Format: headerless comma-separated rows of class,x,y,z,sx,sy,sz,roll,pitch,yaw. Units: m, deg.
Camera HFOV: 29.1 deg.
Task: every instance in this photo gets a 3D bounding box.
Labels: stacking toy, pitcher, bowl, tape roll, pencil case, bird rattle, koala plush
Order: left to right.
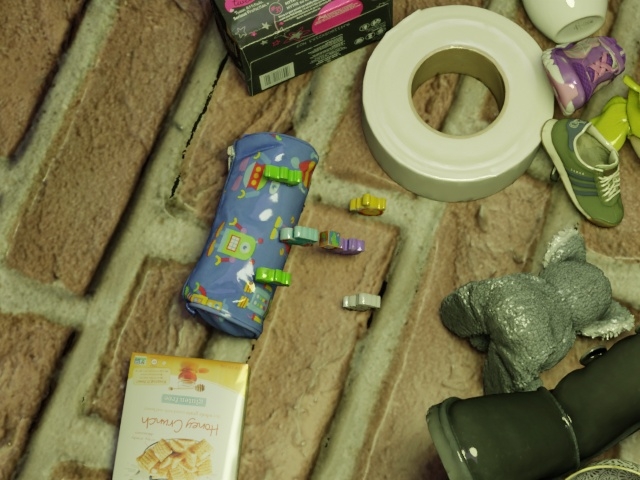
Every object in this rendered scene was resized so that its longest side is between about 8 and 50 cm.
pencil case,-0.104,-0.015,1.781,0.133,0.119,0.306,16,75,3
stacking toy,0.000,0.000,1.754,0.221,0.052,0.167,15,71,-35
tape roll,0.201,-0.205,1.841,0.286,0.100,0.286,-1,74,2
koala plush,0.317,0.097,1.714,0.221,0.203,0.196,-24,74,-18
pitcher,0.349,-0.414,1.860,0.125,0.178,0.207,-23,72,16
bowl,0.402,0.353,1.664,0.170,0.170,0.080,25,32,9
bird rattle,0.513,-0.187,1.829,0.253,0.143,0.207,-38,98,-36

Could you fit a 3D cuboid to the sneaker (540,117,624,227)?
sneaker,0.395,-0.096,1.765,0.064,0.086,0.192,-45,110,-25

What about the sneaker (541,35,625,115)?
sneaker,0.385,-0.249,1.776,0.104,0.236,0.095,-17,102,22

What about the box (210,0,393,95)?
box,-0.030,-0.353,1.858,0.247,0.163,0.142,-24,71,-6

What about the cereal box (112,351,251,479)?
cereal box,-0.196,0.285,1.732,0.173,0.047,0.240,5,74,3

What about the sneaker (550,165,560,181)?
sneaker,0.388,-0.123,1.842,0.109,0.040,0.044,-42,79,-10

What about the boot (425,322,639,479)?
boot,0.378,0.172,1.518,0.445,0.367,0.146,-29,74,16
